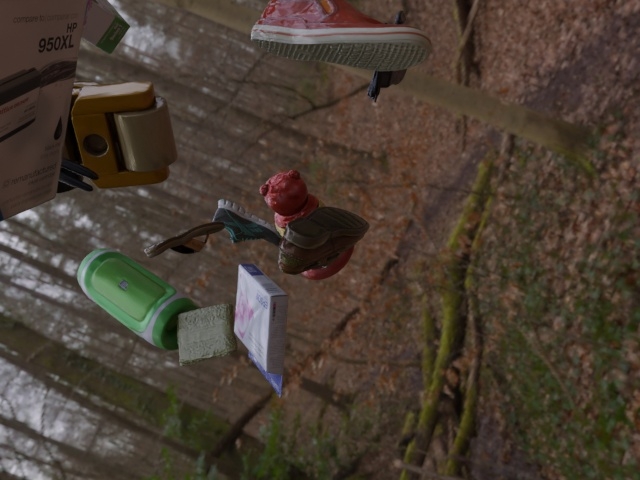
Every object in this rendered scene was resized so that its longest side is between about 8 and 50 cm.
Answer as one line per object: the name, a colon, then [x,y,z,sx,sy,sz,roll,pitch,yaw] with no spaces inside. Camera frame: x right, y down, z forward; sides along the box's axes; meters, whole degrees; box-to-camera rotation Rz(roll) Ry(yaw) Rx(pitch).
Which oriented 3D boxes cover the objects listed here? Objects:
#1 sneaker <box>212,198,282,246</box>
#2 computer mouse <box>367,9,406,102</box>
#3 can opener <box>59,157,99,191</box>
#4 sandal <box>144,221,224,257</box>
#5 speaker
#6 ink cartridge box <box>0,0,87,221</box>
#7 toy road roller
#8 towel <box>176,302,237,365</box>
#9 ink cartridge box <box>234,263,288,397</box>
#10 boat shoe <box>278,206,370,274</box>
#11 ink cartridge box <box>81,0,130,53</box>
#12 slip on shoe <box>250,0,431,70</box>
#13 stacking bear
sneaker: [-0.162,-0.021,1.663,0.076,0.166,0.065,-62,8,-10]
computer mouse: [0.150,-0.420,1.669,0.262,0.060,0.184,-49,-24,-58]
can opener: [-0.510,-0.144,1.447,0.059,0.186,0.073,-59,1,7]
sandal: [-0.262,0.007,1.496,0.072,0.049,0.180,-20,5,46]
speaker: [-0.400,0.124,1.666,0.131,0.296,0.131,-34,-41,-37]
ink cartridge box: [-0.499,-0.227,1.090,0.285,0.166,0.395,-47,-23,-65]
toy road roller: [-0.473,-0.251,1.651,0.240,0.330,0.202,-90,-4,-58]
towel: [-0.229,0.186,1.522,0.027,0.148,0.110,19,-121,-55]
ink cartridge box: [-0.191,0.272,2.363,0.324,0.071,0.330,-148,60,-63]
boat shoe: [0.000,0.000,1.686,0.307,0.111,0.104,-13,-50,-56]
ink cartridge box: [-0.747,-0.713,2.305,0.117,0.201,0.278,-49,-36,12]
slip on shoe: [0.029,-0.337,1.204,0.123,0.331,0.101,21,-93,-53]
stacking bear: [-0.045,-0.052,1.911,0.289,0.175,0.164,59,-167,-35]
